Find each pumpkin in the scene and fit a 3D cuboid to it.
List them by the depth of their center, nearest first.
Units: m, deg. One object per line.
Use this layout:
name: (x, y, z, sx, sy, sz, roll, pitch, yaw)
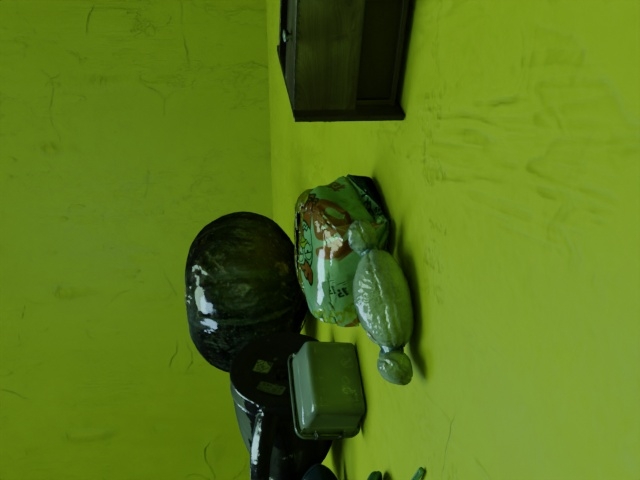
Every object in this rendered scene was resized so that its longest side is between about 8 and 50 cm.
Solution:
pumpkin: (-0.202, 0.143, 1.829, 0.454, 0.344, 0.453, 176, 90, -88)

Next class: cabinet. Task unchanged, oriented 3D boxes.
cabinet: (0.021, -0.277, 0.829, 0.215, 0.148, 0.174, -104, 14, -49)

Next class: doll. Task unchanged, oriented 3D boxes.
doll: (0.078, 0.076, 0.827, 0.103, 0.072, 0.213, 65, -170, -72)

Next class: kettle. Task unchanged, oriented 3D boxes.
kettle: (-0.080, 0.419, 1.421, 0.320, 0.229, 0.324, -68, -20, -54)

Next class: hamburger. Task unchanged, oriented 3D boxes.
hamburger: (0.019, 0.007, 1.000, 0.235, 0.125, 0.214, -123, 39, -47)

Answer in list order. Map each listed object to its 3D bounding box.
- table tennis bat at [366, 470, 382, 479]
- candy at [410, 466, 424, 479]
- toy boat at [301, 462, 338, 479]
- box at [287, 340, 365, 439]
table tennis bat: (0.073, 0.436, 1.010, 0.124, 0.033, 0.201, -61, -26, -45)
candy: (0.101, 0.343, 0.858, 0.193, 0.062, 0.058, 109, 157, -43)
toy boat: (-0.003, 0.609, 1.394, 0.122, 0.114, 0.295, -160, 67, -72)
box: (0.015, 0.259, 1.178, 0.092, 0.124, 0.172, 114, 153, -48)
